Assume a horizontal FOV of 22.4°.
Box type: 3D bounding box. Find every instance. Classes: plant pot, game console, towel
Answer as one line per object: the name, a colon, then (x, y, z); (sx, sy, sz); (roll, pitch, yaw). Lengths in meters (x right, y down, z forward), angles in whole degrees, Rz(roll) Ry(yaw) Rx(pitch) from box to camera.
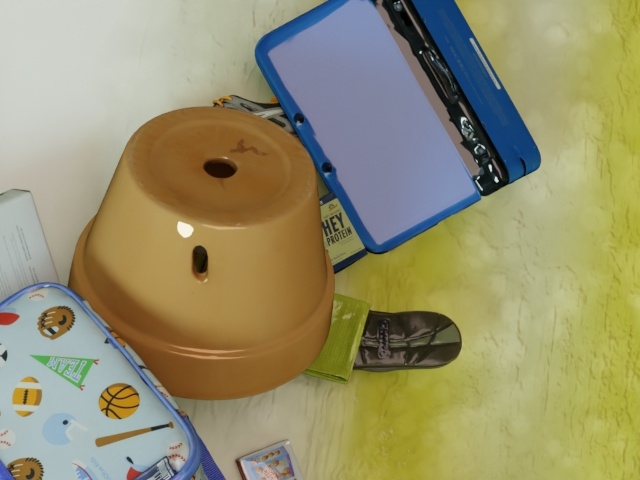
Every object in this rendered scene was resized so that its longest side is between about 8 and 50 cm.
plant pot: (-0.118, -0.004, 1.710); (0.291, 0.203, 0.291); (6, 41, -5)
game console: (0.099, -0.162, 1.942); (0.293, 0.173, 0.250); (61, 26, 2)
towel: (-0.069, 0.084, 1.837); (0.237, 0.021, 0.102); (16, 74, 3)

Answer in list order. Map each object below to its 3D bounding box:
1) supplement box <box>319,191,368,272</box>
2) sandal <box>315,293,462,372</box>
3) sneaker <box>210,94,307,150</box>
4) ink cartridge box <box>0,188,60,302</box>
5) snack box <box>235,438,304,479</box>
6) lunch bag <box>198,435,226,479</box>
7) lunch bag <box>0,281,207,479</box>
supplement box: (0.000, 0.000, 1.875); (0.056, 0.083, 0.083); (-28, 87, -23)
sandal: (0.053, 0.112, 1.877); (0.219, 0.060, 0.090); (3, 73, -7)
sneaker: (-0.117, -0.127, 1.873); (0.215, 0.084, 0.083); (-4, 80, -28)
ink cartridge box: (-0.370, 0.088, 1.693); (0.224, 0.045, 0.223); (-29, 114, -37)
snack box: (-0.035, 0.319, 1.829); (0.064, 0.022, 0.178); (-19, 85, -19)
lunch bag: (-0.227, 0.353, 1.646); (0.328, 0.239, 0.385); (-28, 75, -18)
lunch bag: (-0.265, 0.202, 1.555); (0.243, 0.115, 0.303); (-33, 58, -19)
